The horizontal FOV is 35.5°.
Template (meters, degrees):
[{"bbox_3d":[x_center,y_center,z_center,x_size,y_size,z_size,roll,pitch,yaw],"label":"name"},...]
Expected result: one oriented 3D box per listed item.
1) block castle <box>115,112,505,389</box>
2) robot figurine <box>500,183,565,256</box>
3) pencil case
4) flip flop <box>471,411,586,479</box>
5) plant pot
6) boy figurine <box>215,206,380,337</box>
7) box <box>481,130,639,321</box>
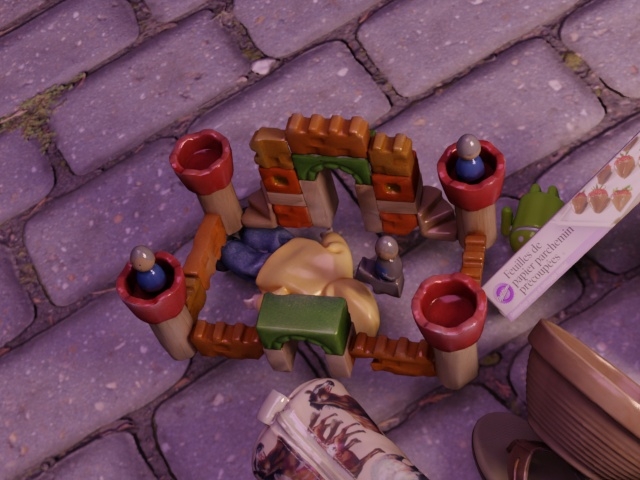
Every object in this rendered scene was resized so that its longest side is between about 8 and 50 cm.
[{"bbox_3d":[0.000,0.000,1.268,0.453,0.213,0.303,4,53,16],"label":"block castle"},{"bbox_3d":[0.302,-0.021,1.386,0.101,0.067,0.115,9,64,25],"label":"robot figurine"},{"bbox_3d":[0.087,0.336,1.172,0.160,0.183,0.410,-43,57,-11],"label":"pencil case"},{"bbox_3d":[0.264,0.289,1.161,0.112,0.080,0.277,-7,31,-11],"label":"flip flop"},{"bbox_3d":[0.320,0.205,1.167,0.237,0.237,0.110,44,101,32],"label":"plant pot"},{"bbox_3d":[-0.022,0.050,1.428,0.285,0.092,0.177,28,60,27],"label":"boy figurine"},{"bbox_3d":[0.339,-0.028,1.279,0.063,0.067,0.324,46,114,9],"label":"box"}]
